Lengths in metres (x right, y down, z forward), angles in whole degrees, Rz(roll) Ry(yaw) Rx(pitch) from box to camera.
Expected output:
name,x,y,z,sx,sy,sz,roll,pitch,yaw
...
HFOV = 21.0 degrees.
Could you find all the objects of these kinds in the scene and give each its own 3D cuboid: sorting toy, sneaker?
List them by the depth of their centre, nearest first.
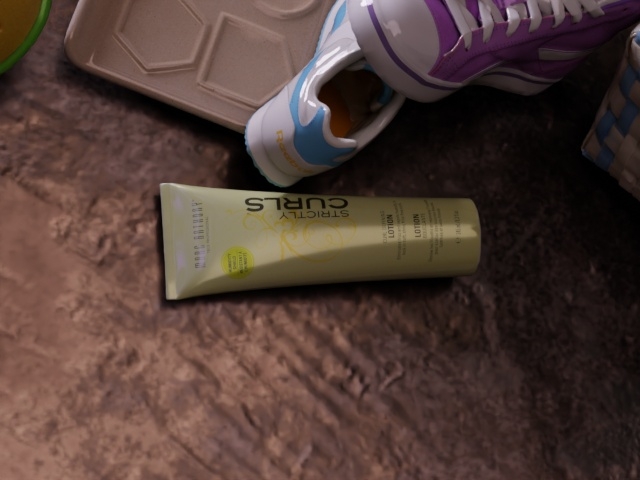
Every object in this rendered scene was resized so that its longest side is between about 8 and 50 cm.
name,x,y,z,sx,sy,sz,roll,pitch,yaw
sneaker,0.147,-0.184,1.287,0.282,0.161,0.102,-11,74,-53
sneaker,0.038,-0.132,1.322,0.087,0.092,0.228,48,54,-21
sorting toy,-0.080,-0.182,1.356,0.208,0.038,0.193,23,66,-13

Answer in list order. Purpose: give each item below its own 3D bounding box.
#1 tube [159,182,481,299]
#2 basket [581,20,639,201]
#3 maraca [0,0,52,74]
name,x,y,z,sx,sy,sz,roll,pitch,yaw
tube,0.000,0.000,1.303,0.240,0.062,0.070,0,29,-11
basket,0.368,-0.081,1.334,0.289,0.255,0.201,39,63,12
maraca,-0.283,-0.163,1.255,0.186,0.099,0.127,-27,77,3
